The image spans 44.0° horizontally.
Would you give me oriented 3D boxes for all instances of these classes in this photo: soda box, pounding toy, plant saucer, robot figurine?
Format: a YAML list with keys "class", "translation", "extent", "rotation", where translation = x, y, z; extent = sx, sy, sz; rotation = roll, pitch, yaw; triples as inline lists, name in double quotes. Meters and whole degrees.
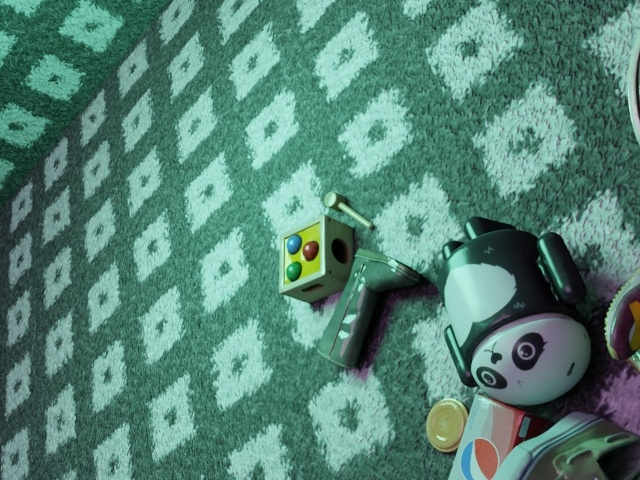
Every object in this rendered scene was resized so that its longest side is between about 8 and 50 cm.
- class: "soda box"
  translation: [0.233, 0.358, 1.112]
  extent: [0.092, 0.083, 0.264]
  rotation: [13, 82, 50]
- class: "pounding toy"
  translation: [0.006, -0.008, 1.532]
  extent: [0.181, 0.094, 0.206]
  rotation: [-24, 56, 40]
- class: "plant saucer"
  translation: [0.198, 0.288, 1.239]
  extent: [0.083, 0.013, 0.084]
  rotation: [-23, 56, 39]
- class: "robot figurine"
  translation: [0.266, 0.097, 1.125]
  extent: [0.173, 0.209, 0.278]
  rotation: [-15, 52, -1]

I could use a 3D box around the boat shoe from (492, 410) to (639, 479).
- class: "boat shoe"
  translation: [0.292, 0.281, 0.933]
  extent: [0.094, 0.302, 0.109]
  rotation: [1, 106, 41]

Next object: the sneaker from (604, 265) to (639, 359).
- class: "sneaker"
  translation: [0.427, 0.080, 0.990]
  extent: [0.083, 0.070, 0.185]
  rotation: [12, 52, 47]

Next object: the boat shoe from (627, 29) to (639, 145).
- class: "boat shoe"
  translation: [0.500, -0.262, 1.085]
  extent: [0.096, 0.116, 0.325]
  rotation: [-8, 61, 50]

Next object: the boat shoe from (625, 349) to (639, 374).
- class: "boat shoe"
  translation: [0.436, 0.155, 0.995]
  extent: [0.059, 0.063, 0.170]
  rotation: [-59, 39, 18]

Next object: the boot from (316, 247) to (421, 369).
- class: "boot"
  translation: [0.080, 0.127, 1.402]
  extent: [0.209, 0.076, 0.189]
  rotation: [-64, 25, -6]
